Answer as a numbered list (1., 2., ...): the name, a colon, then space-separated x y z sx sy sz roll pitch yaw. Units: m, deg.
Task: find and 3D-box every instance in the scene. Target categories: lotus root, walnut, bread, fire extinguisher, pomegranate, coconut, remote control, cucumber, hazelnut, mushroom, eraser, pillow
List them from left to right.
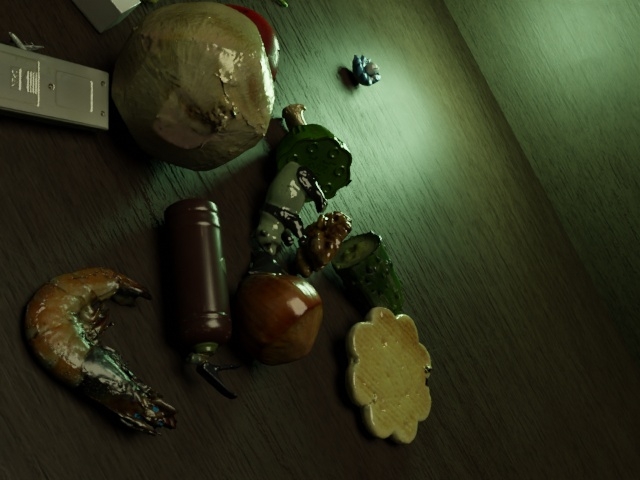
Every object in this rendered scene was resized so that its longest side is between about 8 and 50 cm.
1. remote control: -0.467 -0.246 1.145 0.277 0.055 0.103 4 85 -53
2. eraser: -0.475 -0.540 1.338 0.298 0.078 0.076 51 35 -17
3. coconut: -0.227 -0.273 1.303 0.297 0.297 0.255 41 36 -30
4. fire extinguisher: -0.196 0.103 1.242 0.138 0.102 0.344 19 52 -48
5. pomegranate: -0.200 -0.397 1.506 0.235 0.210 0.210 35 34 8
6. hazelnut: -0.085 0.142 1.319 0.182 0.182 0.182 33 44 -37
7. pillow: -0.088 0.087 1.449 0.150 0.048 0.090 46 40 -19
8. lotus root: -0.029 -0.203 1.654 0.186 0.186 0.186 33 44 -37
9. mushroom: -0.026 -0.243 1.753 0.054 0.059 0.202 -37 98 -39
10. walnut: 0.000 0.000 1.547 0.069 0.143 0.170 41 37 -15
11. cucumber: 0.127 0.107 1.674 0.245 0.134 0.134 61 31 -27
12. bread: 0.152 0.299 1.595 0.316 0.054 0.316 21 61 -44

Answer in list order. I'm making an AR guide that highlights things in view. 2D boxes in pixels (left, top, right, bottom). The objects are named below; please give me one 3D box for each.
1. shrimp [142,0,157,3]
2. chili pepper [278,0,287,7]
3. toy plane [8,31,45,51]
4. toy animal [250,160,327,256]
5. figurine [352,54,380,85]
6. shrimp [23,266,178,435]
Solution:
1. shrimp: -0.425 -0.583 1.454 0.262 0.066 0.117 46 19 -48
2. chili pepper: -0.120 -0.676 1.972 0.083 0.017 0.030 47 28 -25
3. toy plane: -0.494 -0.313 1.200 0.084 0.024 0.078 49 47 -30
4. toy animal: -0.069 -0.064 1.518 0.121 0.093 0.225 37 69 -27
5. figurine: 0.134 -0.514 2.144 0.114 0.079 0.114 24 55 -39
6. shrimp: -0.305 0.159 1.094 0.290 0.054 0.222 46 36 -10
